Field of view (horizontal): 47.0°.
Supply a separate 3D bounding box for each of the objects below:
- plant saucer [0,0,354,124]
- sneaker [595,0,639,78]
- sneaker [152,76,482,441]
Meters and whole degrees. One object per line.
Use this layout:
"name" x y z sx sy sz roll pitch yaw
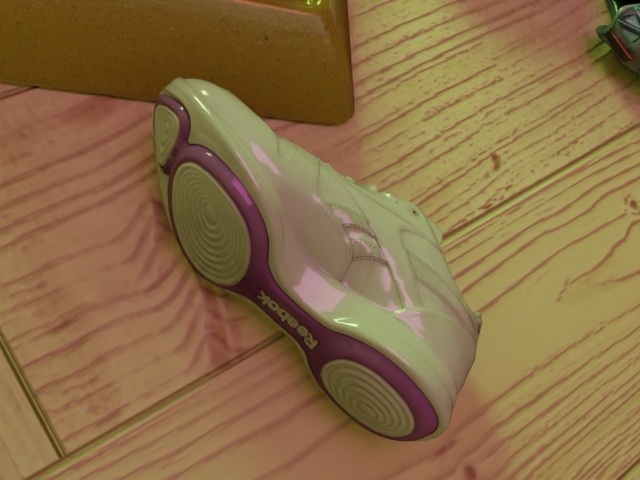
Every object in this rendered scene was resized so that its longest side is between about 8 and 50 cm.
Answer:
"plant saucer" -0.119 -0.275 0.591 0.332 0.081 0.333 4 71 -21
"sneaker" 0.364 -0.289 0.777 0.125 0.104 0.262 28 63 -7
"sneaker" 0.000 0.000 0.544 0.305 0.114 0.152 49 48 -5
